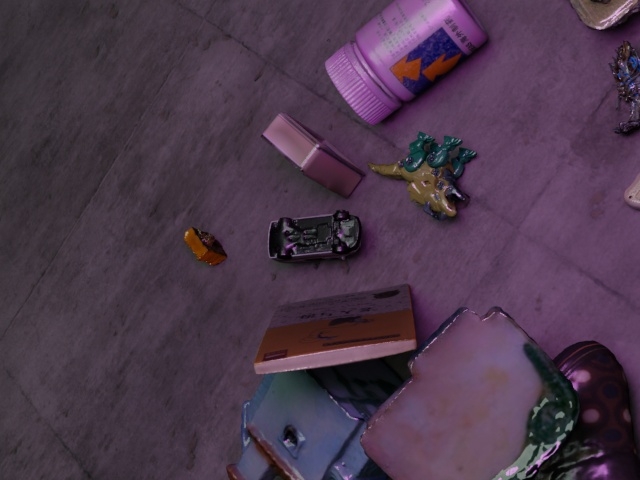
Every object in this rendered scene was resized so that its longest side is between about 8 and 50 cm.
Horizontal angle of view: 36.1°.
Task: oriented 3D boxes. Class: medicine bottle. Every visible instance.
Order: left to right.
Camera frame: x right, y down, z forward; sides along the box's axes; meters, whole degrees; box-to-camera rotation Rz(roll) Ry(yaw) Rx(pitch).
[{"bbox_3d":[0.169,-0.380,1.950,0.290,0.178,0.178,-38,59,17],"label":"medicine bottle"}]

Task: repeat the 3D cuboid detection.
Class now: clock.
[{"bbox_3d":[-0.014,-0.173,1.997,0.071,0.192,0.147,-52,56,8],"label":"clock"}]

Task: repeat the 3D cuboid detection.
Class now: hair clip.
[{"bbox_3d":[0.506,-0.500,1.831,0.138,0.091,0.321,-40,47,26],"label":"hair clip"}]

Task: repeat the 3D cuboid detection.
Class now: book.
[{"bbox_3d":[0.034,0.149,1.739,0.268,0.389,0.032,-10,100,4],"label":"book"}]

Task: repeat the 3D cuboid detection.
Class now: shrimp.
[{"bbox_3d":[0.554,-0.272,1.757,0.082,0.076,0.174,151,122,-69],"label":"shrimp"}]

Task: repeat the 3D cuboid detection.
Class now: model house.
[{"bbox_3d":[-0.006,0.379,1.818,0.295,0.251,0.329,42,108,31],"label":"model house"},{"bbox_3d":[0.229,0.261,1.556,0.243,0.284,0.298,45,92,2],"label":"model house"}]

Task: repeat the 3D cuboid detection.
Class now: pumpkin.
[{"bbox_3d":[-0.252,0.009,2.166,0.054,0.074,0.083,-49,59,15],"label":"pumpkin"}]

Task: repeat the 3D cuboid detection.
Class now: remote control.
[{"bbox_3d":[0.585,-0.067,1.683,0.122,0.032,0.074,42,100,33],"label":"remote control"}]

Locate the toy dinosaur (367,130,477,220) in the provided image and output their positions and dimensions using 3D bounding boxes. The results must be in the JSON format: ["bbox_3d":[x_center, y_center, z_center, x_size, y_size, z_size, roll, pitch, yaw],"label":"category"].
[{"bbox_3d":[0.196,-0.142,1.924,0.259,0.094,0.153,30,89,43],"label":"toy dinosaur"}]

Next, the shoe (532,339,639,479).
[{"bbox_3d":[0.427,0.366,1.569,0.237,0.171,0.384,26,92,42],"label":"shoe"}]

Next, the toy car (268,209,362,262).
[{"bbox_3d":[0.000,0.000,1.994,0.209,0.108,0.090,-7,70,26],"label":"toy car"}]
